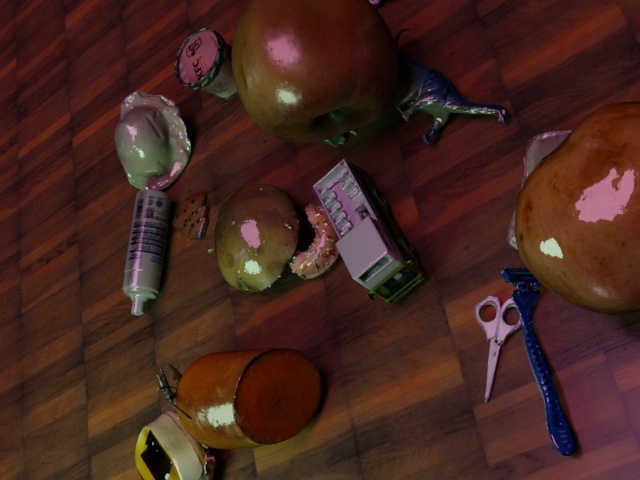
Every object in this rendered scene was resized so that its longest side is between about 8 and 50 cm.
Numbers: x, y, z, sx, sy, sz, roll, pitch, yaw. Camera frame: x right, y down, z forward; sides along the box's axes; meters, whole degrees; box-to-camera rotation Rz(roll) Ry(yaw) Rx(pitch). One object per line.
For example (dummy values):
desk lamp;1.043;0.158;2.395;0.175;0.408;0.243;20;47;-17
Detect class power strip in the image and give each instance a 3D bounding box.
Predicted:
power strip;0.022;-0.249;2.006;0.175;0.042;0.075;23;86;43

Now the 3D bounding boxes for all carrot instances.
carrot;-0.184;0.320;1.833;0.331;0.193;0.214;-7;23;42

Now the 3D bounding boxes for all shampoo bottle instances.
shampoo bottle;-0.422;0.032;2.228;0.092;0.092;0.303;-10;67;37

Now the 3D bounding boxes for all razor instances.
razor;0.368;0.199;1.529;0.056;0.093;0.324;124;142;-61

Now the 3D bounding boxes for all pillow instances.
pillow;0.403;-0.088;1.623;0.131;0.038;0.232;3;73;44

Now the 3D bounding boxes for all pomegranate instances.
pomegranate;0.469;-0.032;1.380;0.338;0.338;0.338;-17;62;34

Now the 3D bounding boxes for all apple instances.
apple;-0.015;-0.368;1.846;0.338;0.338;0.305;-22;73;31

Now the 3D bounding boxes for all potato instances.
potato;-0.169;-0.018;1.987;0.239;0.116;0.299;-58;32;16

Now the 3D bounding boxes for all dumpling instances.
dumpling;-0.418;-0.246;2.311;0.193;0.147;0.258;2;97;6

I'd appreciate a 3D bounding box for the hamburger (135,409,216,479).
hamburger;-0.302;0.460;1.936;0.210;0.116;0.173;40;117;41

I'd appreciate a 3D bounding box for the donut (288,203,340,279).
donut;0.000;0.000;1.906;0.117;0.065;0.166;1;74;41

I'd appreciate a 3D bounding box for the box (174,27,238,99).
box;-0.257;-0.426;2.252;0.151;0.135;0.151;-15;66;37

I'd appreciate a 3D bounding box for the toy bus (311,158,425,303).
toy bus;0.084;-0.026;1.795;0.113;0.139;0.301;-41;49;17

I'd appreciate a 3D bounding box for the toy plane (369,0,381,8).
toy plane;0.107;-0.651;2.050;0.267;0.123;0.266;1;92;38

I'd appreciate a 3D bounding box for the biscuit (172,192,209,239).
biscuit;-0.306;-0.052;2.214;0.119;0.019;0.130;-45;50;16

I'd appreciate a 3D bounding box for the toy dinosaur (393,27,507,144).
toy dinosaur;0.217;-0.293;1.845;0.147;0.076;0.363;-44;49;5

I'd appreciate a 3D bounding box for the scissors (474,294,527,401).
scissors;0.304;0.189;1.607;0.100;0.015;0.189;3;75;38
